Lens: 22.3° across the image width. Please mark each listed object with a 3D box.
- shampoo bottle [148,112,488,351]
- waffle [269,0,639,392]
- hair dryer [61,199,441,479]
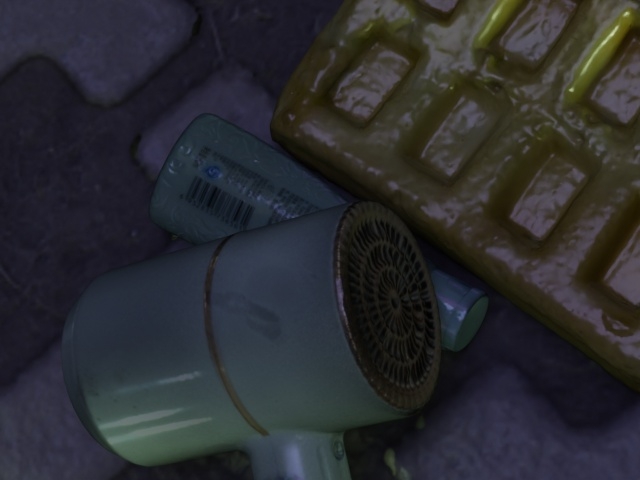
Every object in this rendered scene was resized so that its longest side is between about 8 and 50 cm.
[{"bbox_3d":[0.000,0.000,0.869,0.190,0.041,0.069,28,86,19],"label":"shampoo bottle"},{"bbox_3d":[0.113,-0.059,0.846,0.274,0.057,0.168,35,87,20],"label":"waffle"},{"bbox_3d":[-0.010,0.172,0.800,0.173,0.107,0.357,-16,83,29],"label":"hair dryer"}]
